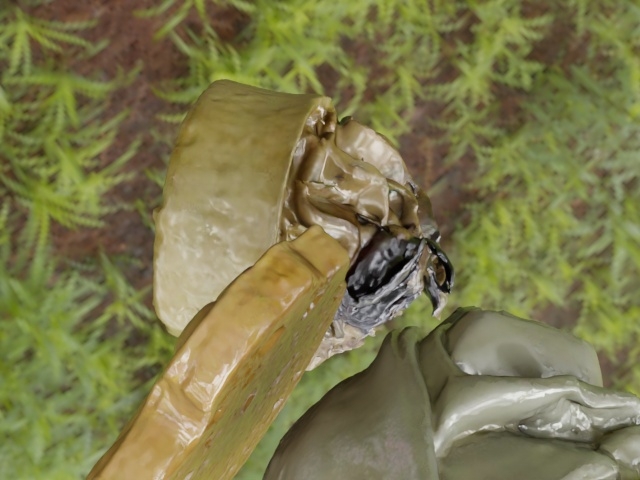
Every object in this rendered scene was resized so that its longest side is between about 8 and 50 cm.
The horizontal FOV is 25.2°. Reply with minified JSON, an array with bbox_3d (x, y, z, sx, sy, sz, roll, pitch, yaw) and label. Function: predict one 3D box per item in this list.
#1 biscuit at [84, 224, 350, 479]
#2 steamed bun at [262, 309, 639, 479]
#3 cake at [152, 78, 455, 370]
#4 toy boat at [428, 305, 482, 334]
[{"bbox_3d":[-0.086,0.128,1.057,0.312,0.057,0.351,-60,170,17],"label":"biscuit"},{"bbox_3d":[0.136,0.171,0.998,0.309,0.324,0.219,15,99,-22],"label":"steamed bun"},{"bbox_3d":[0.001,-0.008,1.636,0.332,0.321,0.332,10,90,-80],"label":"cake"},{"bbox_3d":[0.129,0.099,1.269,0.059,0.066,0.140,-57,164,23],"label":"toy boat"}]
